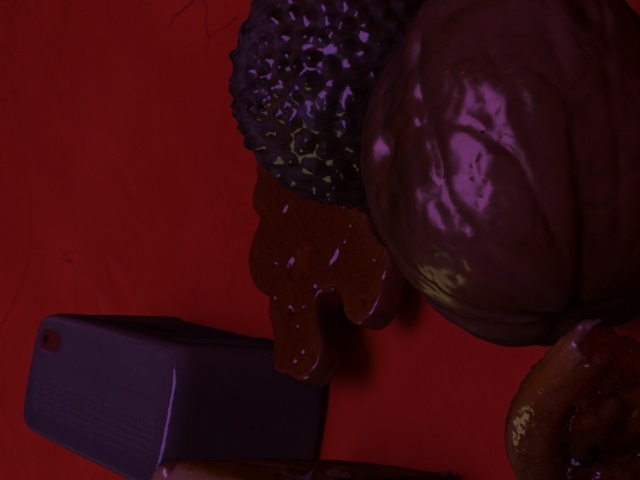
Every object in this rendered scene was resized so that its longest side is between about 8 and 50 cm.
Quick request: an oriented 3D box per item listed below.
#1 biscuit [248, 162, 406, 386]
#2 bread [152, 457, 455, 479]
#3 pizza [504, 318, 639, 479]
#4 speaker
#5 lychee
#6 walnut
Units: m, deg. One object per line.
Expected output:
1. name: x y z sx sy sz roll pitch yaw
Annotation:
1. biscuit: 0.000 0.000 1.727 0.202 0.047 0.334 -49 39 27
2. bread: -0.009 0.261 1.510 0.246 0.239 0.111 -7 80 55
3. pizza: 0.239 0.147 1.232 0.292 0.197 0.058 78 180 -52
4. speaker: -0.180 0.182 1.847 0.406 0.184 0.183 8 89 58
5. lychee: 0.041 -0.157 1.526 0.274 0.255 0.255 165 112 -69
6. walnut: 0.169 -0.074 1.303 0.252 0.277 0.313 -21 54 19
